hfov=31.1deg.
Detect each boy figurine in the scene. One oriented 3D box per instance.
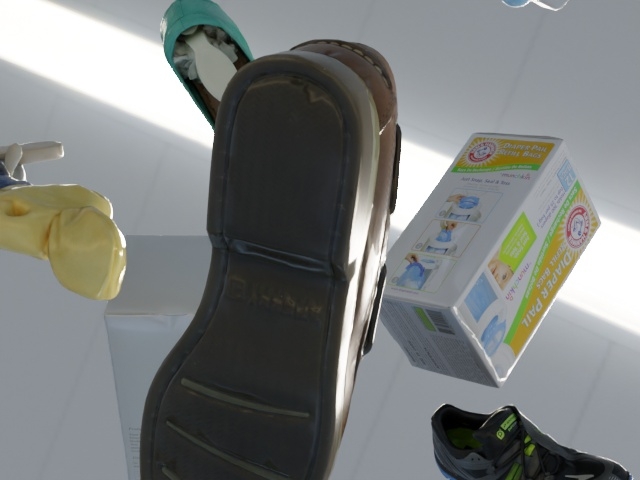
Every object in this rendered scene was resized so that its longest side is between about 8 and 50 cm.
[{"bbox_3d":[-0.295,-0.018,1.232,0.285,0.177,0.092,21,-69,36],"label":"boy figurine"}]

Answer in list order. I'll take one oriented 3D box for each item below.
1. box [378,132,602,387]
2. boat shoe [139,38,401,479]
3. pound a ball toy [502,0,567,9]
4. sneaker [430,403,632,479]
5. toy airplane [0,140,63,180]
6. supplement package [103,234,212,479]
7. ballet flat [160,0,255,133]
[{"bbox_3d":[0.149,0.012,1.028,0.103,0.114,0.203,10,-126,45],"label":"box"},{"bbox_3d":[-0.014,0.044,0.626,0.110,0.104,0.307,24,-67,16],"label":"boat shoe"},{"bbox_3d":[0.204,-0.417,1.534,0.319,0.208,0.136,24,-78,-13],"label":"pound a ball toy"},{"bbox_3d":[0.163,0.180,0.940,0.188,0.078,0.067,12,-134,44],"label":"sneaker"},{"bbox_3d":[-0.642,-0.093,1.726,0.386,0.384,0.273,-14,-95,29],"label":"toy airplane"},{"bbox_3d":[-0.171,0.158,1.521,0.177,0.175,0.293,1,-55,1],"label":"supplement package"},{"bbox_3d":[-0.068,-0.109,1.055,0.083,0.087,0.247,-31,-70,11],"label":"ballet flat"}]
